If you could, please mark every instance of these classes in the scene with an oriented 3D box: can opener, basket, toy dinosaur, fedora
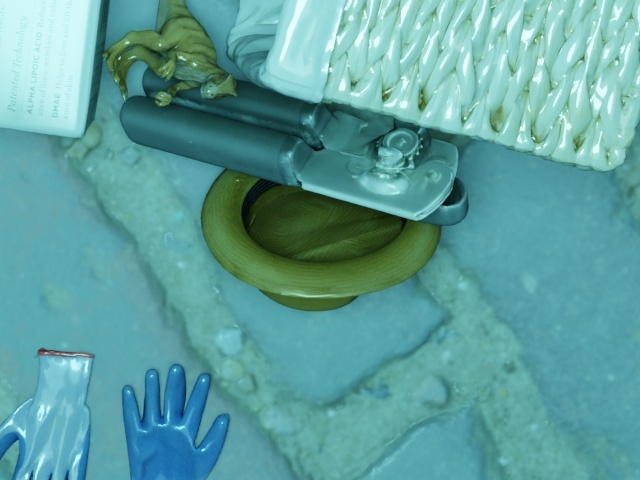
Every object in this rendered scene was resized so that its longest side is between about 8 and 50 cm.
[{"bbox_3d":[-0.020,-0.065,1.371,0.283,0.095,0.076,16,60,24],"label":"can opener"},{"bbox_3d":[0.103,-0.243,1.269,0.266,0.331,0.328,15,97,-8],"label":"basket"},{"bbox_3d":[-0.114,-0.159,1.363,0.112,0.211,0.064,-22,138,0],"label":"toy dinosaur"},{"bbox_3d":[0.000,0.000,1.405,0.194,0.194,0.079,1,136,-4],"label":"fedora"}]

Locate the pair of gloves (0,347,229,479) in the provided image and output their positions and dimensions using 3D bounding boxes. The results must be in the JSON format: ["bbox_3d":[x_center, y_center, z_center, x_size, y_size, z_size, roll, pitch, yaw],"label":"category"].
[{"bbox_3d":[-0.180,0.173,1.462,0.198,0.023,0.159,9,97,-6],"label":"pair of gloves"}]

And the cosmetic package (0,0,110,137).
[{"bbox_3d":[-0.259,-0.171,1.340,0.183,0.151,0.151,7,98,-4],"label":"cosmetic package"}]
